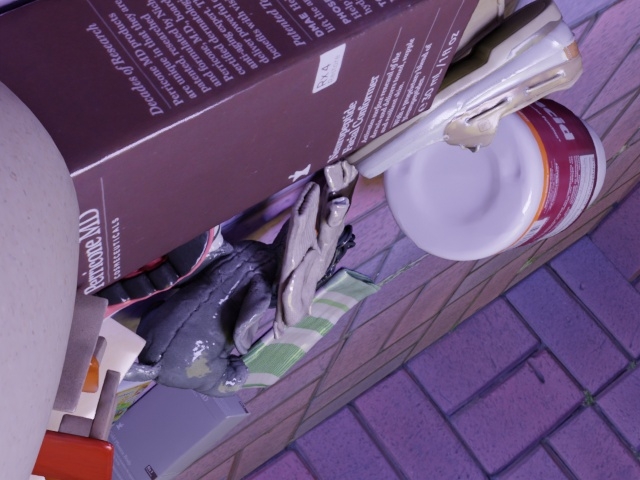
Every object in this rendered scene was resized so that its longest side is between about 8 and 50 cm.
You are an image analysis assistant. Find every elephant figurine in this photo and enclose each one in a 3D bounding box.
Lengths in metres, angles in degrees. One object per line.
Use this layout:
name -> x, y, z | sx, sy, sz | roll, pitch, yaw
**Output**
elephant figurine -> -0.120, 0.064, 1.115 | 0.169, 0.186, 0.239 | 29, 105, -26

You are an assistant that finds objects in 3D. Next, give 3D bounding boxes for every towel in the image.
towel -> -0.036, 0.178, 1.748 | 0.325, 0.038, 0.248 | -41, 163, 9

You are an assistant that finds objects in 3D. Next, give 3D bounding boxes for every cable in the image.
cable -> -0.021, 0.035, 1.399 | 0.184, 0.047, 0.150 | -43, 158, 24

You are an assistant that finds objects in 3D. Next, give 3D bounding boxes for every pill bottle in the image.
pill bottle -> 0.276, -0.103, 1.328 | 0.224, 0.224, 0.392 | -47, 162, 28

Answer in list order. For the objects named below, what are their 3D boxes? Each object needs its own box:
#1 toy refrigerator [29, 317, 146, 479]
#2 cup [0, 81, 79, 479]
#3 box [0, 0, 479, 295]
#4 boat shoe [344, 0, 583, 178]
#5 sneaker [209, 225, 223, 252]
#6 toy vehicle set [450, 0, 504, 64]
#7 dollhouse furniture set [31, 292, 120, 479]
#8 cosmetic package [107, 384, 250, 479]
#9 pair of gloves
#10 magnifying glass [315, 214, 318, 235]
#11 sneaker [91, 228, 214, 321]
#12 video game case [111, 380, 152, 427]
toy refrigerator -> -0.292, 0.199, 0.930 | 0.269, 0.094, 0.102 | -59, -166, -18
cup -> -0.257, 0.023, 0.453 | 0.331, 0.331, 0.237 | -56, -179, 45
box -> -0.066, -0.125, 0.695 | 0.381, 0.143, 0.191 | -30, 162, -23
boat shoe -> 0.171, -0.155, 1.074 | 0.302, 0.103, 0.113 | -34, -160, 15
sneaker -> -0.158, 0.002, 1.026 | 0.109, 0.040, 0.044 | -32, 146, -34
toy vehicle set -> 0.087, -0.203, 0.985 | 0.267, 0.035, 0.166 | -39, 164, 0
dollhouse furniture set -> -0.289, 0.151, 0.700 | 0.262, 0.259, 0.135 | 108, -8, -51
cosmetic package -> -0.249, 0.312, 1.496 | 0.238, 0.127, 0.107 | -44, 163, 12
pair of gloves -> 0.000, 0.000, 1.137 | 0.240, 0.042, 0.204 | -56, 160, -58
magnifying glass -> -0.068, 0.024, 1.286 | 0.231, 0.026, 0.092 | -36, 164, -10
sneaker -> -0.229, 0.039, 0.836 | 0.314, 0.116, 0.136 | -29, -166, 6
video game case -> -0.374, 0.275, 1.309 | 0.206, 0.026, 0.227 | -48, 160, 29
